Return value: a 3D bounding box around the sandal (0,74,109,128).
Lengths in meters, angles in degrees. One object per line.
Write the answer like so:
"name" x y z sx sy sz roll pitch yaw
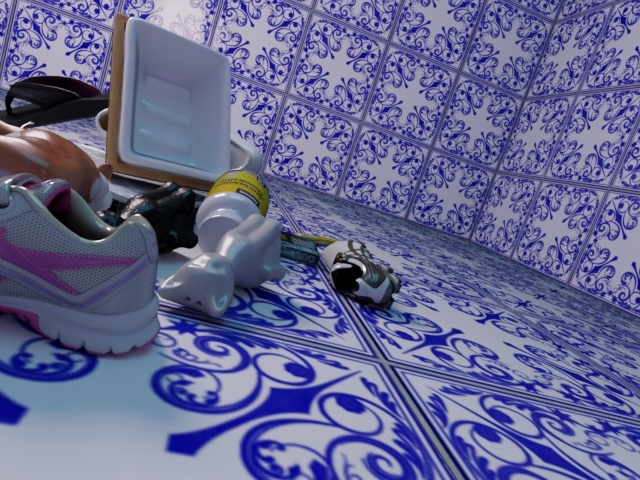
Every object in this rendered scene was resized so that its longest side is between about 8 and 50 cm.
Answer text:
"sandal" -0.629 -0.358 1.164 0.446 0.107 0.167 -8 29 4

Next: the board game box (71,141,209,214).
"board game box" -0.405 -0.115 0.891 0.390 0.050 0.390 19 9 2

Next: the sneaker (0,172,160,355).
"sneaker" -0.237 -0.002 0.355 0.252 0.111 0.103 16 9 -17

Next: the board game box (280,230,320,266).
"board game box" -0.097 -0.002 0.909 0.186 0.026 0.126 17 11 -10

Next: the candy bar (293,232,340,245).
"candy bar" 0.000 0.000 1.126 0.161 0.018 0.040 9 10 -45

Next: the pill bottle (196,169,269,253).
"pill bottle" -0.140 -0.041 0.760 0.103 0.103 0.184 17 24 -9

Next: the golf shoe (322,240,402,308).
"golf shoe" 0.045 0.042 0.780 0.094 0.077 0.198 12 10 -34

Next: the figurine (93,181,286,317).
"figurine" -0.162 0.012 0.555 0.215 0.092 0.209 20 18 9

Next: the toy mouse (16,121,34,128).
"toy mouse" -0.482 -0.151 0.691 0.161 0.031 0.143 28 49 11

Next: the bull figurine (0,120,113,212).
"bull figurine" -0.334 -0.080 0.535 0.188 0.101 0.310 22 -2 -23

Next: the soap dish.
"soap dish" -0.282 -0.236 0.878 0.229 0.291 0.118 9 -17 -42

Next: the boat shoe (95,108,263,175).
"boat shoe" -0.305 -0.217 1.028 0.367 0.136 0.156 17 -7 -4
